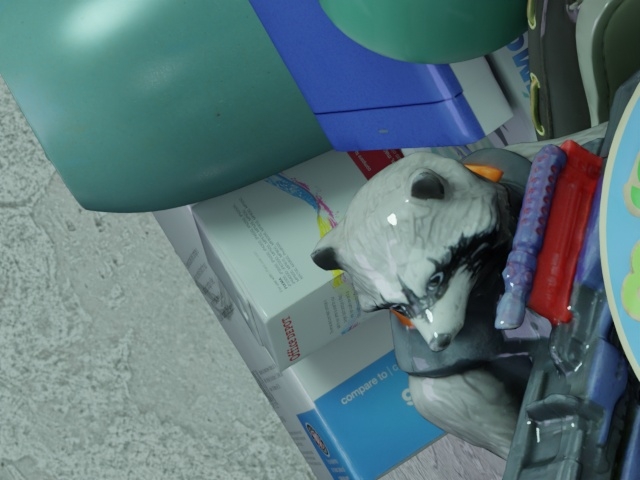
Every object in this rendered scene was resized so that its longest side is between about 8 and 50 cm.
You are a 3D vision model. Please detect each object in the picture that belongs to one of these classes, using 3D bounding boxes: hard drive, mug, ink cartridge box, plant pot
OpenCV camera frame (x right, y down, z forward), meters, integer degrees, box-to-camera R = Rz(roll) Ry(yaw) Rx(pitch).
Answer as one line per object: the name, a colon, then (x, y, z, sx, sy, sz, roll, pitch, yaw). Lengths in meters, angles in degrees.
hard drive: (-0.017, -0.200, 1.200, 0.319, 0.040, 0.210, 60, 161, -13)
mug: (0.046, -0.157, 0.965, 0.129, 0.157, 0.097, 43, 162, 22)
ink cartridge box: (0.000, 0.000, 1.673, 0.127, 0.176, 0.128, 55, 170, 22)
plant pot: (-0.128, -0.158, 1.556, 0.293, 0.235, 0.293, 61, 178, 3)
ink cartridge box: (-0.020, 0.031, 1.918, 0.395, 0.166, 0.285, 57, 170, 1)

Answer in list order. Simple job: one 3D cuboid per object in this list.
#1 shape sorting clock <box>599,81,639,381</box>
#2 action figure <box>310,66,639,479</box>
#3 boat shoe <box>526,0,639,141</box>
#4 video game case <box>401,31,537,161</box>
shape sorting clock: (0.188, -0.001, 0.734, 0.040, 0.206, 0.206, 2, -137, -48)
action figure: (0.112, 0.092, 0.898, 0.178, 0.341, 0.330, -10, 136, 43)
boat shoe: (0.143, -0.073, 0.990, 0.069, 0.081, 0.228, 56, 164, 34)
video game case: (0.084, -0.108, 1.311, 0.300, 0.036, 0.329, 62, 170, -20)
